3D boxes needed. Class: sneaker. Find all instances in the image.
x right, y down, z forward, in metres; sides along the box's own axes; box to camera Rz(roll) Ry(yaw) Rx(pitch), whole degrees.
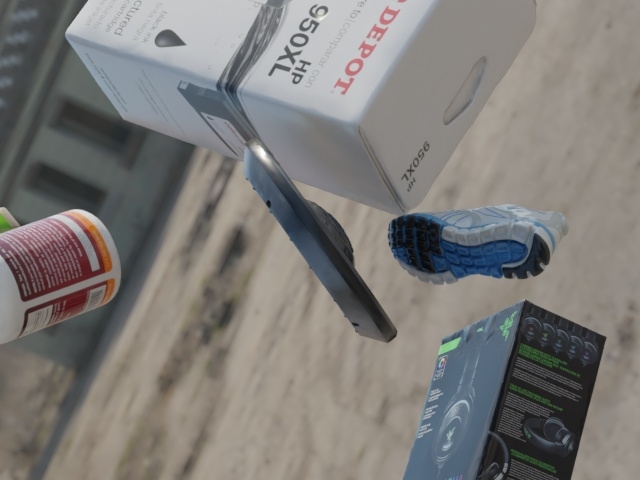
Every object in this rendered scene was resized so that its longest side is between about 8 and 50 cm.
[{"bbox_3d":[0.154,-0.002,1.716,0.083,0.190,0.071,-35,-60,-47],"label":"sneaker"}]

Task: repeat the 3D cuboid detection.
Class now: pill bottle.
[{"bbox_3d":[-0.245,0.034,1.453,0.152,0.086,0.086,-21,-27,-41],"label":"pill bottle"}]

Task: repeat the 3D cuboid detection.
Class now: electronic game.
[{"bbox_3d":[0.000,0.000,1.664,0.048,0.229,0.229,-36,7,-1],"label":"electronic game"}]

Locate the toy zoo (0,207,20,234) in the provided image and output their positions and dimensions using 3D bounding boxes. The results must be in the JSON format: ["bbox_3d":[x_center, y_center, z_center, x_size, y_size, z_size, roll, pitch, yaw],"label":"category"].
[{"bbox_3d":[-0.427,0.055,1.679,0.192,0.030,0.293,-46,-13,23],"label":"toy zoo"}]

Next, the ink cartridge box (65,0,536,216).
[{"bbox_3d":[-0.019,-0.228,1.857,0.285,0.395,0.166,-57,-35,-18],"label":"ink cartridge box"}]

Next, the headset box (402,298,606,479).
[{"bbox_3d":[0.234,0.233,2.326,0.246,0.131,0.283,-34,35,64],"label":"headset box"}]
